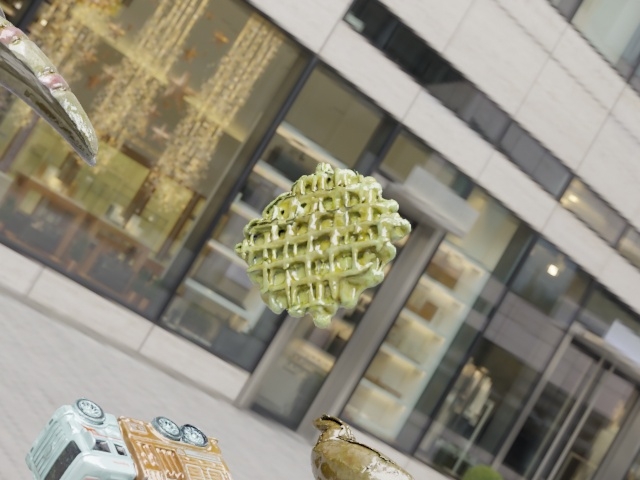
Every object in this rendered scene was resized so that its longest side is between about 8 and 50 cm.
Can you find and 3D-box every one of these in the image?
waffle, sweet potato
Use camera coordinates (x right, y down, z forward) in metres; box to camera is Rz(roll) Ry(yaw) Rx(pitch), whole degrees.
[{"bbox_3d":[0.000,0.000,1.826,0.297,0.317,0.073,41,-3,32],"label":"waffle"},{"bbox_3d":[0.052,0.347,1.469,0.124,0.097,0.310,11,7,-36],"label":"sweet potato"}]

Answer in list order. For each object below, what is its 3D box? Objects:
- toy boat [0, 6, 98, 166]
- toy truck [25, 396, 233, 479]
[{"bbox_3d":[-0.464,-0.271,1.460,0.294,0.111,0.276,31,-18,17],"label":"toy boat"},{"bbox_3d":[-0.279,0.360,1.477,0.305,0.136,0.162,24,16,-41],"label":"toy truck"}]
